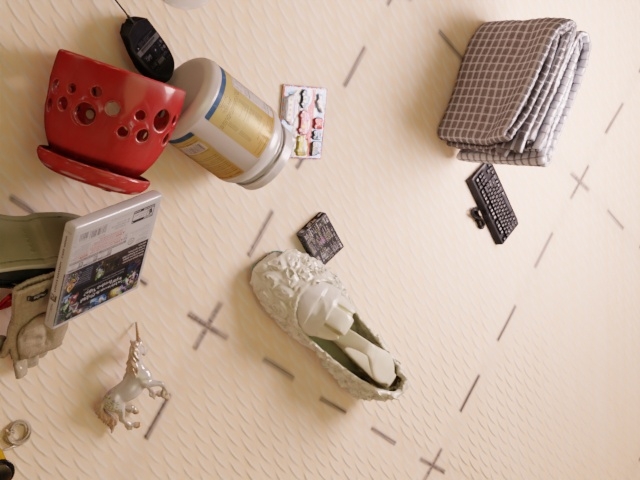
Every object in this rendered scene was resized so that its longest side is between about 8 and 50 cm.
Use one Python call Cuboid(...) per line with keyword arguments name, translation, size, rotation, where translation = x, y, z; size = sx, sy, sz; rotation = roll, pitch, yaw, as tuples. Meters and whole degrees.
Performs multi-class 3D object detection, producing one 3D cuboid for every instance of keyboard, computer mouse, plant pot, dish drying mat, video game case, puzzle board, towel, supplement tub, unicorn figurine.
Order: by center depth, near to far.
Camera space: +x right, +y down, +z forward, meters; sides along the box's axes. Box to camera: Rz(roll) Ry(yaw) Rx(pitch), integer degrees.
Cuboid(name="plant pot", translation=(-0.311, -0.167, 1.499), size=(0.191, 0.191, 0.174), rotation=(17, 94, -40))
Cuboid(name="video game case", translation=(-0.314, 0.025, 1.505), size=(0.190, 0.022, 0.173), rotation=(-29, 144, -55))
Cuboid(name="dish drying mat", translation=(-0.451, 0.088, 1.513), size=(0.032, 0.083, 0.008), rotation=(-18, 83, -35))
Cuboid(name="computer mouse", translation=(-0.303, -0.337, 1.566), size=(0.242, 0.041, 0.071), rotation=(56, 44, -24))
Cuboid(name="supplement tub", translation=(-0.154, -0.180, 1.647), size=(0.199, 0.144, 0.144), rotation=(36, 77, -38))
Cuboid(name="unicorn figurine", translation=(-0.300, 0.233, 1.677), size=(0.162, 0.060, 0.111), rotation=(-52, 127, -18))
Cuboid(name="puzzle board", translation=(-0.031, -0.207, 1.827), size=(0.096, 0.011, 0.128), rotation=(-2, 100, -39))
Cuboid(name="towel", translation=(0.360, -0.287, 1.980), size=(0.121, 0.235, 0.284), rotation=(29, 81, -35))
Cuboid(name="keyboard", translation=(0.355, -0.071, 2.159), size=(0.108, 0.023, 0.180), rotation=(-45, 123, -22))

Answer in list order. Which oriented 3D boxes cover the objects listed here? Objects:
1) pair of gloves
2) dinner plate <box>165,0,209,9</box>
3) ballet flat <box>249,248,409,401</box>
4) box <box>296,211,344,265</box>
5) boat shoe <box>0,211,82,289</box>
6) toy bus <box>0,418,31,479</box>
Cuboid(name="pair of gloves", translation=(-0.477, 0.147, 1.483), size=(0.240, 0.042, 0.204), rotation=(-27, 146, -27))
Cuboid(name="dinner plate", translation=(-0.208, -0.435, 1.632), size=(0.141, 0.017, 0.141), rotation=(-9, 105, -36))
Cuboid(name="ballet flat", translation=(0.039, 0.161, 1.886), size=(0.147, 0.147, 0.409), rotation=(-54, 127, -16))
Cuboid(name="box", translation=(0.000, 0.000, 1.892), size=(0.067, 0.018, 0.083), rotation=(-44, 124, -23))
Cuboid(name="boat shoe", translation=(-0.475, 0.017, 1.461), size=(0.340, 0.113, 0.127), rotation=(-1, 56, -47))
Cuboid(name="toy bus", translation=(-0.512, 0.360, 1.507), size=(0.191, 0.104, 0.202), rotation=(20, 88, -40))
